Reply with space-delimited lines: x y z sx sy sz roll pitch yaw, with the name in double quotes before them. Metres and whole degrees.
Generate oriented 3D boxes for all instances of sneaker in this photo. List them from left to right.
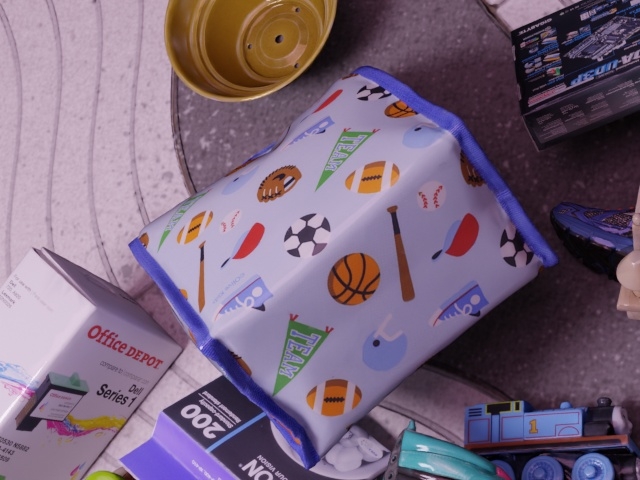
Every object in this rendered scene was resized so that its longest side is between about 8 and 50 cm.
"sneaker" 0.063 0.262 1.610 0.295 0.124 0.178 -9 51 26
"sneaker" 0.334 -0.003 1.693 0.221 0.083 0.087 15 67 23

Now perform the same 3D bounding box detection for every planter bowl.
"planter bowl" -0.063 -0.244 1.944 0.217 0.090 0.217 -8 70 22

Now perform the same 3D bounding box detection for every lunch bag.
"lunch bag" 0.000 0.000 1.718 0.328 0.239 0.385 -39 30 -6

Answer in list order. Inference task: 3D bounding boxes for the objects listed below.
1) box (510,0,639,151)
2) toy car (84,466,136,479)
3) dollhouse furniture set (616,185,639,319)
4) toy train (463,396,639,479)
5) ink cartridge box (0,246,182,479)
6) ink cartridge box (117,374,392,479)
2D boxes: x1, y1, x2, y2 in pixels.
"box" 0.304 -0.195 1.729 0.220 0.051 0.175 -23 33 17
"toy car" -0.159 0.331 1.776 0.188 0.155 0.149 20 82 17
"dollhouse furniture set" 0.431 -0.046 1.535 0.303 0.174 0.355 6 57 21
"toy train" 0.225 0.208 1.667 0.184 0.080 0.105 -8 64 23
"ink cartridge box" -0.311 0.169 1.862 0.117 0.201 0.278 39 92 29
"ink cartridge box" -0.066 0.224 1.750 0.208 0.045 0.206 -31 54 -33
